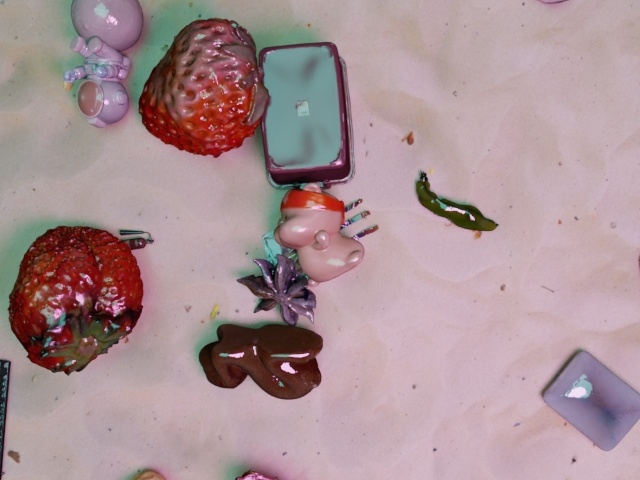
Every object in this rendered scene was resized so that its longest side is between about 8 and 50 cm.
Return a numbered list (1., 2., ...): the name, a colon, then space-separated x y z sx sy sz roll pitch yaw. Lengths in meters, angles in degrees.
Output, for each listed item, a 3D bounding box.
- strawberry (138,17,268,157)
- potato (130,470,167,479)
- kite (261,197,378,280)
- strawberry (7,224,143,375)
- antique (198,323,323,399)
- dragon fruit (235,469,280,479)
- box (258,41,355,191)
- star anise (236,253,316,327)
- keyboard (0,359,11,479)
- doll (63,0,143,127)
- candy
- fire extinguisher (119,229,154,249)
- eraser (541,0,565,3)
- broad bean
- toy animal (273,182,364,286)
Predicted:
1. strawberry: -0.258 -0.288 1.200 0.336 0.149 0.264 -15 83 40
2. potato: -0.354 0.570 1.289 0.109 0.118 0.178 -4 74 -32
3. kite: 0.000 0.000 1.321 0.245 0.015 0.141 -29 89 2
4. strawberry: -0.500 0.103 1.251 0.238 0.250 0.288 -50 62 34
5. antique: -0.125 0.253 1.275 0.257 0.121 0.143 3 117 0
6. dragon fruit: -0.076 0.622 1.267 0.205 0.152 0.316 0 75 -15
7. box: -0.031 -0.251 1.249 0.194 0.167 0.293 -5 90 1
8. star anise: -0.083 0.103 1.268 0.181 0.061 0.204 -8 124 30
9. keyboard: -0.729 0.411 1.351 0.101 0.018 0.309 5 90 4
10. doll: -0.446 -0.377 1.291 0.151 0.151 0.287 6 97 3
11. candy: 0.559 0.327 1.263 0.174 0.071 0.138 40 91 3
12. fire extinguisher: -0.403 -0.003 1.337 0.100 0.032 0.046 -10 55 3
13. eraser: 0.494 -0.701 1.267 0.213 0.082 0.396 24 91 2
14. broad bean: 0.275 -0.065 1.293 0.195 0.046 0.061 36 94 4
15. toy animal: -0.008 -0.017 1.237 0.171 0.171 0.197 -30 88 2
